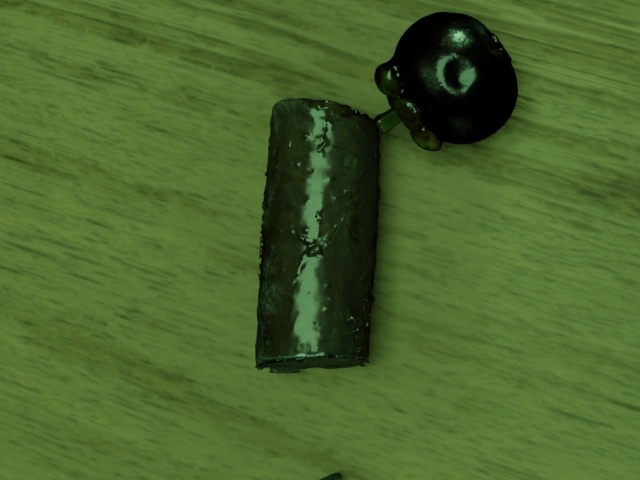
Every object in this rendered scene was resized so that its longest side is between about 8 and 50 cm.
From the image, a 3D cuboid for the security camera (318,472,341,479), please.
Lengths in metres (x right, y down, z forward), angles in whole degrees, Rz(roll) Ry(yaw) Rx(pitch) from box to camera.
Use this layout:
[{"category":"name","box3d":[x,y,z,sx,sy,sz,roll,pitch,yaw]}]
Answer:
[{"category":"security camera","box3d":[0.021,0.292,1.677,0.058,0.058,0.092,-30,92,14]}]

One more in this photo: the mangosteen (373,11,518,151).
[{"category":"mangosteen","box3d":[0.120,-0.154,1.617,0.151,0.137,0.137,-31,79,9]}]

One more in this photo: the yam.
[{"category":"yam","box3d":[0.000,0.000,1.654,0.131,0.131,0.279,3,86,17]}]
